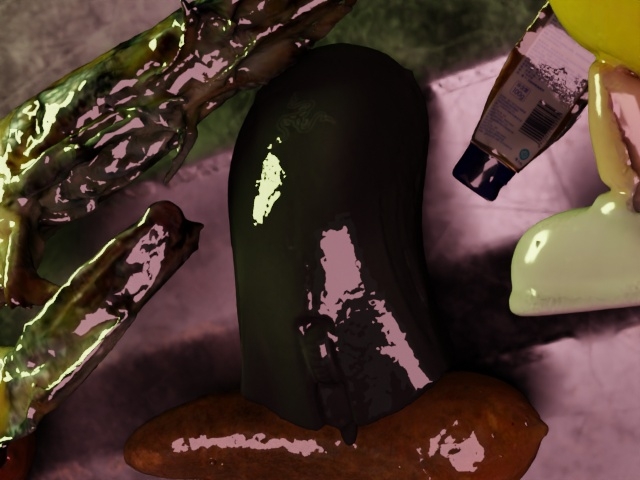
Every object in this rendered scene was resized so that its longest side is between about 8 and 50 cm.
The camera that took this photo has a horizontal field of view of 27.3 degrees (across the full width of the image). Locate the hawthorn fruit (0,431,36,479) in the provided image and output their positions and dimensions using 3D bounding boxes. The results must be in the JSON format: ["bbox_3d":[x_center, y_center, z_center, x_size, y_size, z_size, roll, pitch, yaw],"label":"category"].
[{"bbox_3d":[-0.295,0.155,0.963,0.148,0.172,0.148,-3,83,28],"label":"hawthorn fruit"}]

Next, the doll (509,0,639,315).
[{"bbox_3d":[0.196,-0.150,0.717,0.348,0.161,0.423,-32,67,30],"label":"doll"}]

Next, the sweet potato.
[{"bbox_3d":[0.011,0.139,0.904,0.292,0.097,0.097,-4,104,14],"label":"sweet potato"}]

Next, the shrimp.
[{"bbox_3d":[-0.145,-0.026,0.844,0.445,0.272,0.085,-38,130,13],"label":"shrimp"}]

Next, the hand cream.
[{"bbox_3d":[0.142,-0.098,0.838,0.062,0.039,0.163,37,106,6],"label":"hand cream"}]

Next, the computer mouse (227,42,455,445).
[{"bbox_3d":[0.000,0.000,0.839,0.147,0.088,0.264,-11,84,22],"label":"computer mouse"}]
